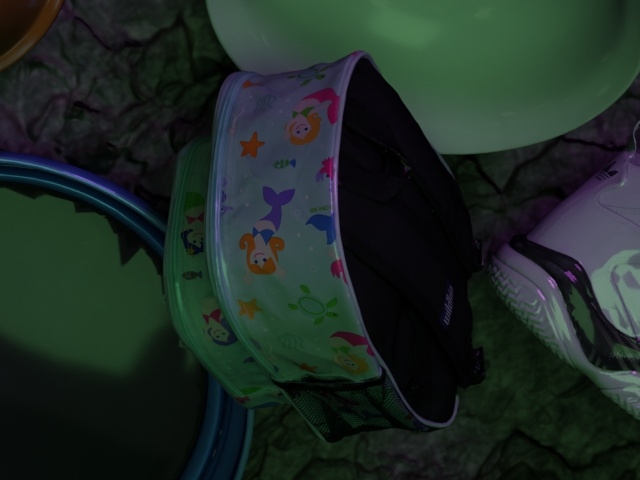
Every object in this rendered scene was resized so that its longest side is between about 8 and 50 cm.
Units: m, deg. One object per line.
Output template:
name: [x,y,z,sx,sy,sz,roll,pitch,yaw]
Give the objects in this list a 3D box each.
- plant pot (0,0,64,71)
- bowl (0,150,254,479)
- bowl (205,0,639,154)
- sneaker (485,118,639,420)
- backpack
plant pot: [-0.265,-0.190,0.996,0.205,0.188,0.205,-2,106,-7]
bowl: [-0.247,0.119,1.145,0.391,0.077,0.391,-2,106,-7]
bowl: [0.078,-0.196,1.038,0.297,0.298,0.134,18,59,-12]
sneaker: [0.323,0.061,1.173,0.366,0.137,0.210,37,100,-13]
backpack: [0.000,0.000,1.036,0.191,0.225,0.253,-3,152,16]
